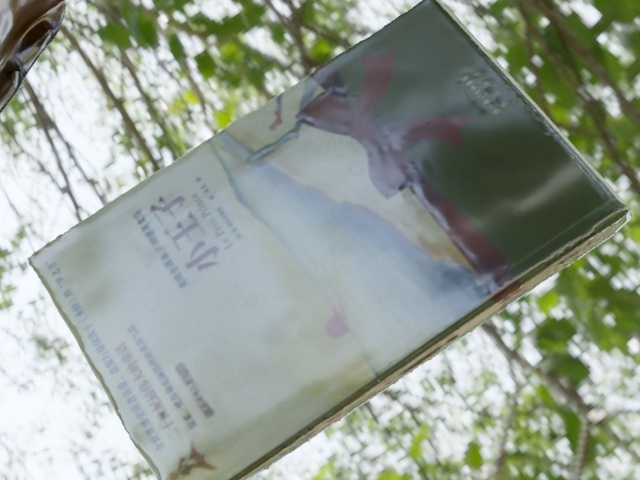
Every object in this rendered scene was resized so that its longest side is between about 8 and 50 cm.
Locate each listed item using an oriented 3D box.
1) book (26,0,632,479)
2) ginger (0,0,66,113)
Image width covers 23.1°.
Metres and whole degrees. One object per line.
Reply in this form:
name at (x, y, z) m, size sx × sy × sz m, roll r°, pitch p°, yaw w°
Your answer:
book at (0.000, 0.000, 0.868) m, size 0.289 × 0.201 × 0.026 m, roll -34°, pitch -33°, yaw -3°
ginger at (-0.185, -0.069, 0.492) m, size 0.321 × 0.172 × 0.165 m, roll -32°, pitch -67°, yaw -24°
